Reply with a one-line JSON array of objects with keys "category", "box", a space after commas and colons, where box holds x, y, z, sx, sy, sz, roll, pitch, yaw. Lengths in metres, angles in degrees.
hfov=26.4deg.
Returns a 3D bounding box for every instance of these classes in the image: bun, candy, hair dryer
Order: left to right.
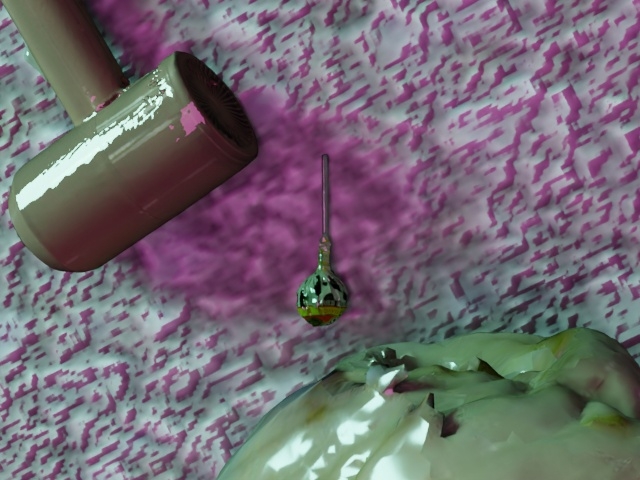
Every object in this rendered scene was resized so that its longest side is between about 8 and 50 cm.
[{"category": "hair dryer", "box": [-0.121, -0.085, 0.657, 0.117, 0.064, 0.182, -33, 83, 17]}, {"category": "candy", "box": [0.000, 0.000, 0.662, 0.023, 0.025, 0.083, -2, 90, -15]}, {"category": "bun", "box": [0.064, 0.136, 0.542, 0.281, 0.281, 0.205, -21, 93, 15]}]
